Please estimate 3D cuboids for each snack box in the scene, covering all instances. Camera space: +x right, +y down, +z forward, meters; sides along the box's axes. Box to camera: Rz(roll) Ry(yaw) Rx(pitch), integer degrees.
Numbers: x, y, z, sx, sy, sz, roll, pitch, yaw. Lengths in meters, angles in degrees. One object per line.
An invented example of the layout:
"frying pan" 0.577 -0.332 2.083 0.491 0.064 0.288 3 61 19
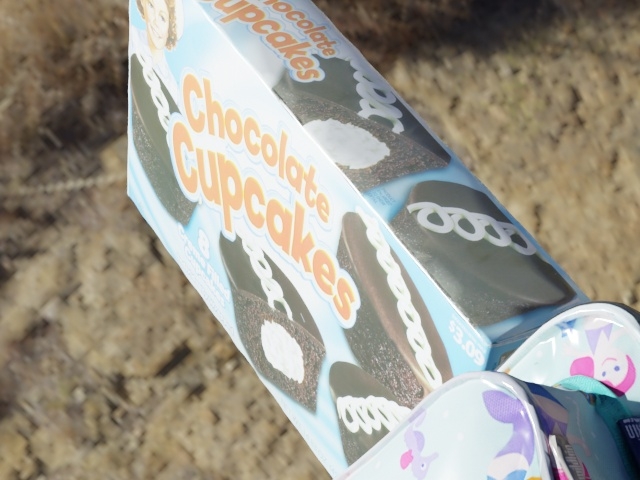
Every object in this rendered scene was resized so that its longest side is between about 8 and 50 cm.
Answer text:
"snack box" 0.000 0.000 0.851 0.060 0.187 0.322 -19 49 -25

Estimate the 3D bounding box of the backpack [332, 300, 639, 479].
"backpack" 0.093 0.169 0.582 0.225 0.191 0.253 -44 56 38
